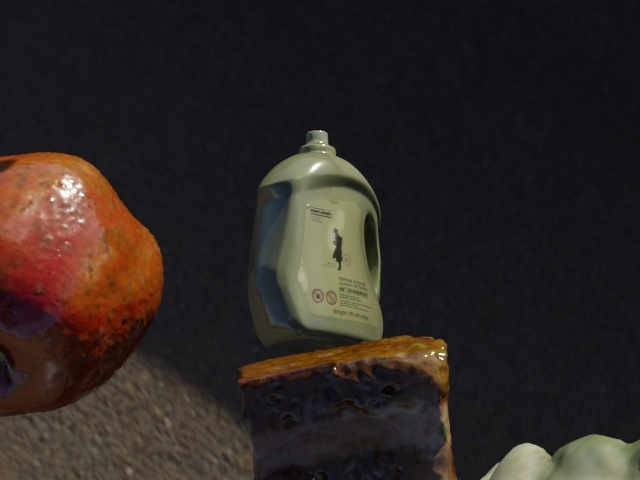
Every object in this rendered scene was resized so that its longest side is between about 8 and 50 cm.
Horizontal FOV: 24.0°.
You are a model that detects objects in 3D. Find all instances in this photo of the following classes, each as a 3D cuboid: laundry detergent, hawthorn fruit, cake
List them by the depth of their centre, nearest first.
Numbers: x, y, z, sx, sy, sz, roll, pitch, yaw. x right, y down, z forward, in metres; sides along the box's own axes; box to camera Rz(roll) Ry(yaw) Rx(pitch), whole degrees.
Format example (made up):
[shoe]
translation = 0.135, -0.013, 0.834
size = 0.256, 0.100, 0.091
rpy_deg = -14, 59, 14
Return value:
[hawthorn fruit]
translation = -0.203, 0.033, 1.043
size = 0.189, 0.189, 0.189
rpy_deg = -7, 55, 11
[cake]
translation = 0.033, 0.241, 1.395
size = 0.199, 0.196, 0.292
rpy_deg = -7, 89, -6
[laundry detergent]
translation = 0.000, 0.000, 1.689
size = 0.091, 0.181, 0.253
rpy_deg = -19, 65, 46

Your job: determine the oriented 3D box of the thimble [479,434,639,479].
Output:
[thimble]
translation = 0.131, 0.134, 0.414
size = 0.219, 0.219, 0.150
rpy_deg = 0, 77, 16
